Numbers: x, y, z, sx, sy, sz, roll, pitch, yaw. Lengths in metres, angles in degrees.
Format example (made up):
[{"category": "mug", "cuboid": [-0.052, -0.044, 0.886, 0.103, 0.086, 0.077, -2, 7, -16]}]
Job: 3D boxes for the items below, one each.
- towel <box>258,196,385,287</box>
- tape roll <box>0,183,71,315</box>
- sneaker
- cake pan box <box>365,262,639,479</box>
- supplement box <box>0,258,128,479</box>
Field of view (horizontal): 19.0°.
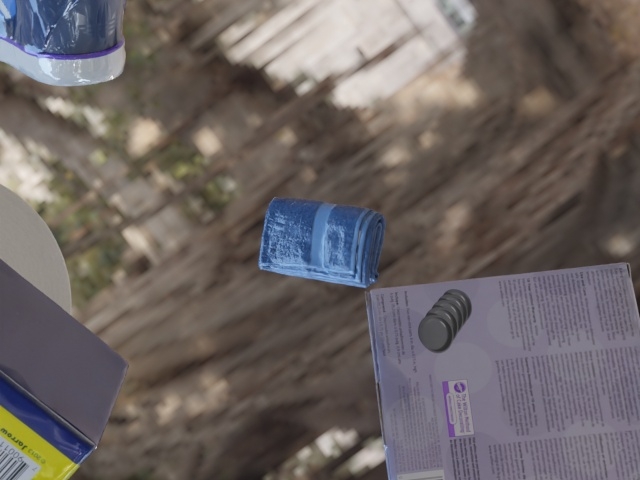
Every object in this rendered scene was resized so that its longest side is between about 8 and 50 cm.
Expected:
[{"category": "towel", "cuboid": [0.000, 0.000, 1.615, 0.119, 0.067, 0.029, 9, -178, 40]}, {"category": "tape roll", "cuboid": [-0.524, 0.085, 2.533, 0.392, 0.392, 0.072, 55, 156, 9]}, {"category": "sneaker", "cuboid": [-0.288, -0.293, 1.782, 0.322, 0.130, 0.236, 28, 129, 46]}, {"category": "cake pan box", "cuboid": [0.175, 0.157, 1.704, 0.070, 0.245, 0.267, 78, -176, -61]}, {"category": "supplement box", "cuboid": [-0.376, 0.215, 1.809, 0.195, 0.356, 0.194, 40, -163, -10]}]
